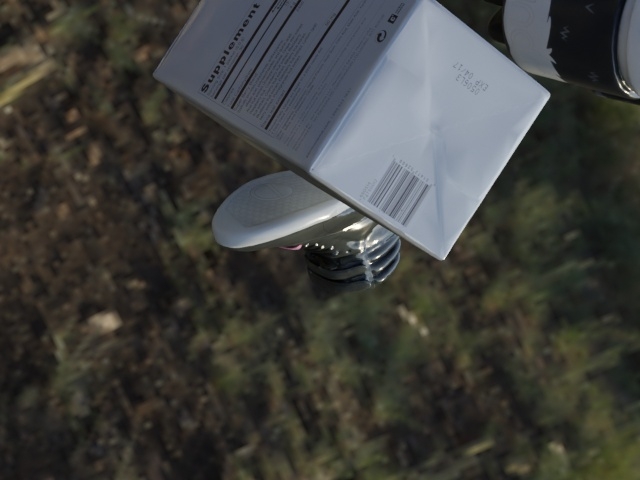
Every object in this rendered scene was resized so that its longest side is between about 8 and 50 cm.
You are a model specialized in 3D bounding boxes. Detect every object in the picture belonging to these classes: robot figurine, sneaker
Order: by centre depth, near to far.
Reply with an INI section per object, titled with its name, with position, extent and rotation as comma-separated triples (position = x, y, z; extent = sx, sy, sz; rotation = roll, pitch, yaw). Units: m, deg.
[sneaker]
position = 0.001, 0.000, 1.819
extent = 0.296, 0.105, 0.146
rotation = -25, 126, -47
[robot figurine]
position = 0.310, -0.247, 1.901
extent = 0.209, 0.278, 0.173
rotation = 12, 96, -54

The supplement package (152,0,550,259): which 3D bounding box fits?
[supplement package]
position = 0.020, -0.136, 1.558
extent = 0.177, 0.175, 0.293
rotation = 32, 1, -37
